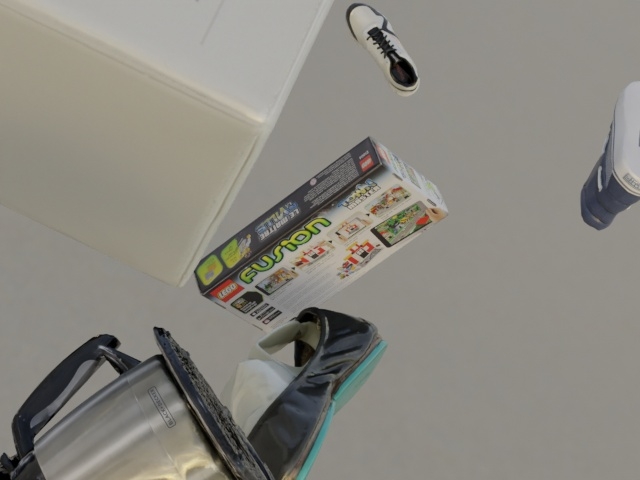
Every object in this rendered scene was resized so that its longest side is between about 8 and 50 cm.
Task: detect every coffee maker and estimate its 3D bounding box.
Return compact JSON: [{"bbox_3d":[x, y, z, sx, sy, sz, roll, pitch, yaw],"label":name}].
[{"bbox_3d":[-0.111,0.153,0.946,0.171,0.178,0.120,59,-2,-37],"label":"coffee maker"}]

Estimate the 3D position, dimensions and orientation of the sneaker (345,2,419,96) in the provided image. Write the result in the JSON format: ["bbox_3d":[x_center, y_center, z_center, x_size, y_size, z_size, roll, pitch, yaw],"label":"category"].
[{"bbox_3d":[0.065,-0.193,1.858,0.109,0.040,0.044,52,-2,-5],"label":"sneaker"}]

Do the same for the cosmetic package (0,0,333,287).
[{"bbox_3d":[-0.176,-0.229,1.241,0.394,0.327,0.329,26,67,-4],"label":"cosmetic package"}]

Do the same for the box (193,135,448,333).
[{"bbox_3d":[0.000,0.000,1.664,0.114,0.207,0.036,35,26,-47],"label":"box"}]

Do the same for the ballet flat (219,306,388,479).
[{"bbox_3d":[-0.027,0.130,1.526,0.096,0.095,0.280,31,23,4],"label":"ballet flat"}]

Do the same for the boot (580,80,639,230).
[{"bbox_3d":[0.318,-0.093,1.985,0.069,0.086,0.190,36,37,-8],"label":"boot"}]
